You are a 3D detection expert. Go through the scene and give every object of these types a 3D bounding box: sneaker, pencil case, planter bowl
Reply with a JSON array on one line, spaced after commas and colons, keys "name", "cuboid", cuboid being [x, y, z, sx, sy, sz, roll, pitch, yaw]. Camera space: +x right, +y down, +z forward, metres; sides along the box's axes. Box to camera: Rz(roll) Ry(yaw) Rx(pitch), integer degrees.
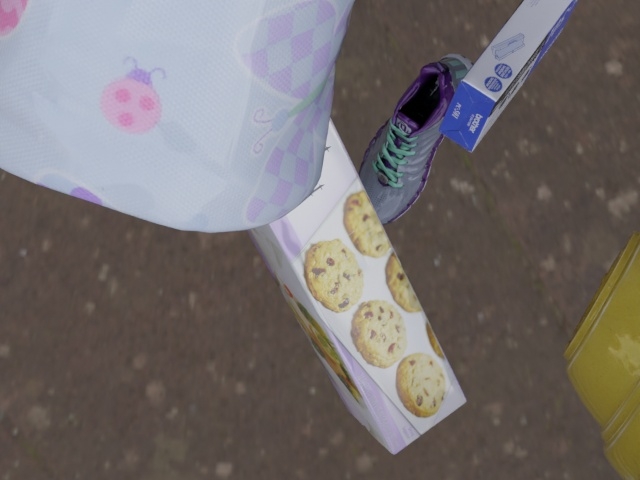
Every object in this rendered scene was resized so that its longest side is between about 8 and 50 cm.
[{"name": "sneaker", "cuboid": [0.087, -0.112, 1.818, 0.083, 0.098, 0.224, 37, 110, 20]}, {"name": "pencil case", "cuboid": [-0.021, -0.138, 0.451, 0.113, 0.124, 0.273, 19, 116, 2]}, {"name": "planter bowl", "cuboid": [0.224, 0.057, 1.096, 0.090, 0.217, 0.217, 29, 115, 7]}]

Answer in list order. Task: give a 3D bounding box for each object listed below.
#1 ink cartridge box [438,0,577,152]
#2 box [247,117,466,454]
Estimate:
[{"name": "ink cartridge box", "cuboid": [0.204, -0.195, 1.720, 0.046, 0.207, 0.097, 33, 150, 7]}, {"name": "box", "cuboid": [0.000, 0.000, 0.990, 0.067, 0.063, 0.324, -36, 129, -12]}]
